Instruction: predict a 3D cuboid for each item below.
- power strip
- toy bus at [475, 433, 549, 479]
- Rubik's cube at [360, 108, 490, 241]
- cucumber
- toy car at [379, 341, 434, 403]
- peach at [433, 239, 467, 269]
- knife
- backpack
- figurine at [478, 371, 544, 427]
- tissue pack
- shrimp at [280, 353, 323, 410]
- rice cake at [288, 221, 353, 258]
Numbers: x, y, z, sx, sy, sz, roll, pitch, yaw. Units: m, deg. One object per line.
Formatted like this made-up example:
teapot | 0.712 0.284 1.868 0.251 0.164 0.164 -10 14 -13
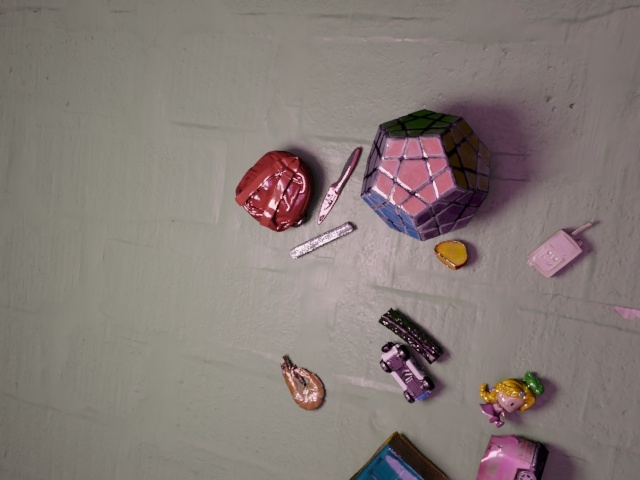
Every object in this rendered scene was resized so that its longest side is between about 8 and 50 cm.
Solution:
power strip | 0.583 0.017 1.368 0.175 0.042 0.075 -45 76 18
toy bus | 0.458 0.633 1.412 0.147 0.127 0.302 15 99 23
Rubik's cube | 0.250 -0.158 1.366 0.319 0.319 0.264 37 81 15
cucumber | 0.243 0.254 1.511 0.187 0.058 0.058 38 106 14
toy car | 0.227 0.346 1.514 0.080 0.070 0.170 -41 81 19
peach | 0.336 0.040 1.461 0.083 0.050 0.077 -3 69 12
knife | 0.046 -0.151 1.581 0.035 0.018 0.247 33 106 13
backpack | -0.119 -0.146 1.579 0.229 0.139 0.229 3 98 25
figurine | 0.471 0.379 1.421 0.156 0.095 0.115 -43 39 14
tissue pack | 0.181 0.677 1.520 0.192 0.134 0.270 43 107 15
shrimp | -0.058 0.409 1.646 0.099 0.041 0.180 -37 80 18
rice cake | 0.000 0.000 1.601 0.208 0.033 0.033 -26 94 20
